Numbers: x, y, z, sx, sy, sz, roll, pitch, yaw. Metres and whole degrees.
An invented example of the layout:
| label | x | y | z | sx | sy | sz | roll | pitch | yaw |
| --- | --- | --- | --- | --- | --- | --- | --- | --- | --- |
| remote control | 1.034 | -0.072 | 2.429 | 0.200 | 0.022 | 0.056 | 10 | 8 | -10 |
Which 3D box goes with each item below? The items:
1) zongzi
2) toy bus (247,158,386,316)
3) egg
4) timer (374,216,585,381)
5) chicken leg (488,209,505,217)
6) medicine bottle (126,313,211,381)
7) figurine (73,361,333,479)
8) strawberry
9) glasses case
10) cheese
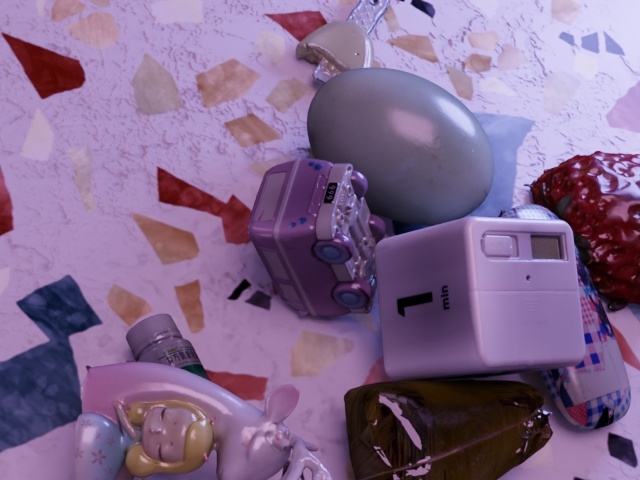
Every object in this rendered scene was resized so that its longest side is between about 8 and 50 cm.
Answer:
| label | x | y | z | sx | sy | sz | roll | pitch | yaw |
| --- | --- | --- | --- | --- | --- | --- | --- | --- | --- |
| zongzi | 0.170 | 0.325 | 1.864 | 0.274 | 0.145 | 0.300 | 2 | 74 | -22 |
| toy bus | 0.000 | 0.000 | 1.971 | 0.142 | 0.202 | 0.142 | -2 | 50 | 20 |
| egg | 0.112 | -0.132 | 2.080 | 0.283 | 0.203 | 0.203 | 32 | 55 | 1 |
| timer | 0.206 | 0.079 | 1.923 | 0.192 | 0.195 | 0.194 | 1 | 79 | -37 |
| chicken leg | 0.268 | 0.050 | 2.104 | 0.089 | 0.048 | 0.219 | 7 | 57 | -11 |
| medicine bottle | -0.191 | 0.164 | 1.871 | 0.080 | 0.080 | 0.130 | -18 | 66 | -26 |
| figurine | -0.126 | 0.293 | 1.721 | 0.316 | 0.206 | 0.284 | -1 | 59 | 6 |
| strawberry | 0.468 | -0.036 | 2.162 | 0.280 | 0.150 | 0.253 | -1 | 59 | -16 |
| glasses case | 0.334 | 0.103 | 2.043 | 0.125 | 0.076 | 0.327 | -10 | 73 | -41 |
| cheese | 0.050 | -0.312 | 2.271 | 0.127 | 0.050 | 0.235 | 29 | 56 | 4 |
